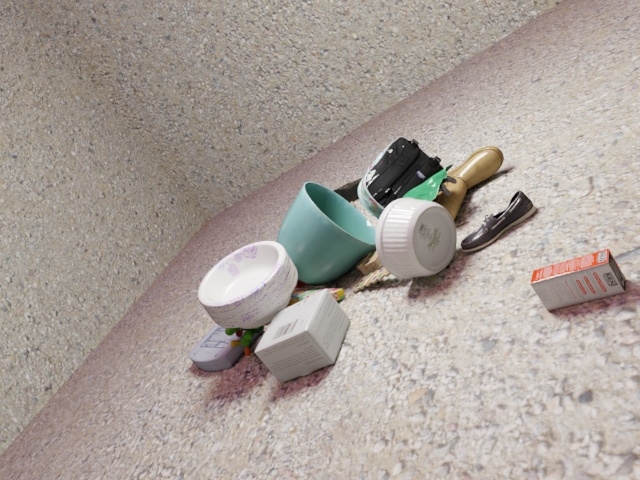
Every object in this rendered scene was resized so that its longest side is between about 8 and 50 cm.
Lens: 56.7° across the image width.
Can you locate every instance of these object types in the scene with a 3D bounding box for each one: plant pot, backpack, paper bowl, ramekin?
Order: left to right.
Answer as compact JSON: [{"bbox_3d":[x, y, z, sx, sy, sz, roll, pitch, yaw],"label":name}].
[{"bbox_3d":[-0.199,0.142,1.722,0.284,0.148,0.284,-21,31,13],"label":"paper bowl"},{"bbox_3d":[0.000,0.000,1.861,0.235,0.293,0.293,-52,11,19],"label":"plant pot"},{"bbox_3d":[0.248,-0.178,1.926,0.253,0.225,0.191,-50,-2,-24],"label":"backpack"},{"bbox_3d":[0.248,-0.004,1.491,0.207,0.207,0.109,-45,27,-27],"label":"ramekin"}]

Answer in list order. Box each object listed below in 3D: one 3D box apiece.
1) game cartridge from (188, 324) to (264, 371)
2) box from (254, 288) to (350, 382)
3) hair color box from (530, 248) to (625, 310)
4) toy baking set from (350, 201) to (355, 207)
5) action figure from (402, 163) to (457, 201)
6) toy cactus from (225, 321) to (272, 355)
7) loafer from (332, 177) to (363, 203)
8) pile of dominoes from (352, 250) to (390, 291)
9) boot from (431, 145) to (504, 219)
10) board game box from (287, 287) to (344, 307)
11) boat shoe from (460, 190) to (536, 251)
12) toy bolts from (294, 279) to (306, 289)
[{"bbox_3d":[-0.322,0.345,1.961,0.196,0.060,0.294,-43,17,-31],"label":"game cartridge"},{"bbox_3d":[-0.042,0.246,1.534,0.181,0.119,0.182,-27,18,30],"label":"box"},{"bbox_3d":[0.460,0.073,1.063,0.141,0.072,0.043,-22,22,39],"label":"hair color box"},{"bbox_3d":[0.060,-0.070,2.356,0.196,0.030,0.256,-36,16,13],"label":"toy baking set"},{"bbox_3d":[0.296,-0.130,1.731,0.137,0.063,0.232,-53,14,-29],"label":"action figure"},{"bbox_3d":[-0.176,0.259,1.807,0.219,0.112,0.180,-20,14,27],"label":"toy cactus"},{"bbox_3d":[0.137,-0.208,2.504,0.220,0.080,0.078,-17,15,37],"label":"loafer"},{"bbox_3d":[0.187,0.041,1.670,0.196,0.040,0.251,-50,9,-33],"label":"pile of dominoes"},{"bbox_3d":[0.410,-0.140,1.733,0.236,0.089,0.269,-39,10,44],"label":"boot"},{"bbox_3d":[-0.056,0.174,1.795,0.124,0.039,0.259,-16,4,-37],"label":"board game box"},{"bbox_3d":[0.427,-0.048,1.469,0.206,0.065,0.075,-34,17,10],"label":"boat shoe"},{"bbox_3d":[-0.183,0.135,1.994,0.228,0.158,0.218,-26,6,28],"label":"toy bolts"}]
